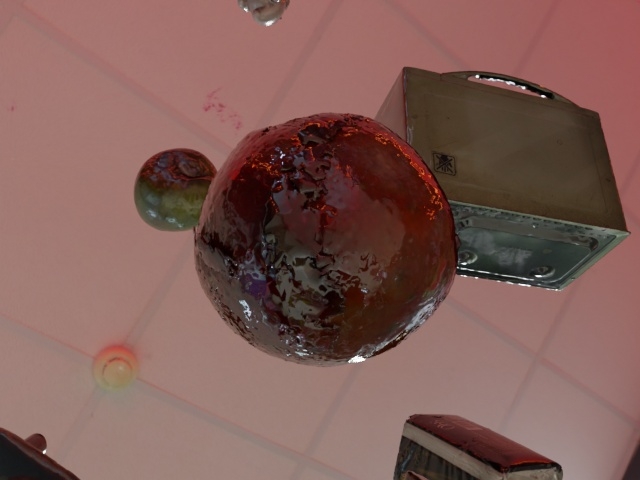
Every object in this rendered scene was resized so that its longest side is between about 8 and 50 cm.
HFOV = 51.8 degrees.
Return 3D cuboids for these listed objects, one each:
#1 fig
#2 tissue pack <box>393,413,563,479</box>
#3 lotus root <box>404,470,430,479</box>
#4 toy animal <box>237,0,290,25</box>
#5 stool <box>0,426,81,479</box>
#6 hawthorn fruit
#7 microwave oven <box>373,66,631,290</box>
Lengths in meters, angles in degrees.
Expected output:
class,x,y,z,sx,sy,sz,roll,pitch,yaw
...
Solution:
class,x,y,z,sx,sy,sz,roll,pitch,yaw
fig,-0.306,-0.099,1.395,0.181,0.191,0.181,30,-138,-31
tissue pack,0.357,0.546,1.555,0.209,0.370,0.199,4,-87,-27
lotus root,0.094,0.302,0.475,0.138,0.119,0.235,14,-92,-32
toy animal,-0.112,-0.586,1.432,0.124,0.124,0.213,-8,-39,-24
stool,-0.627,0.582,1.387,0.310,0.226,0.310,29,-100,11
hawthorn fruit,0.013,0.000,0.733,0.315,0.316,0.316,-3,-82,-25
microwave oven,0.294,-0.104,1.211,0.393,0.247,0.333,10,-122,-12
